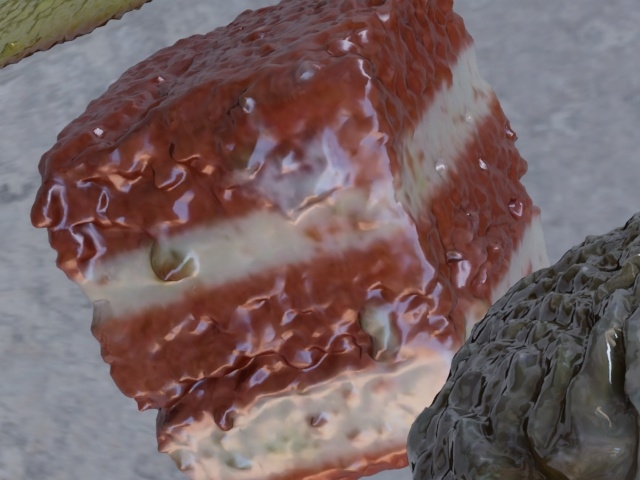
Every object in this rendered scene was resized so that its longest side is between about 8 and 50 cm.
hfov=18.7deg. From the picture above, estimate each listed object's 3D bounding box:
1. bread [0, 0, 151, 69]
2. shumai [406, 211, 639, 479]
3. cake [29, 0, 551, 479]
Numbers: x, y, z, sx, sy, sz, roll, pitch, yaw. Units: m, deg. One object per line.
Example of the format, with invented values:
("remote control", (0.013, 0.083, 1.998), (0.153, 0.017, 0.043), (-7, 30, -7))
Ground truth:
("bread", (-0.185, -0.221, 0.645), (0.361, 0.077, 0.138), (53, 44, 3))
("shumai", (0.135, 0.067, 0.547), (0.175, 0.166, 0.206), (51, 51, -7))
("cake", (0.000, 0.000, 1.397), (0.319, 0.269, 0.270), (65, 26, -15))
